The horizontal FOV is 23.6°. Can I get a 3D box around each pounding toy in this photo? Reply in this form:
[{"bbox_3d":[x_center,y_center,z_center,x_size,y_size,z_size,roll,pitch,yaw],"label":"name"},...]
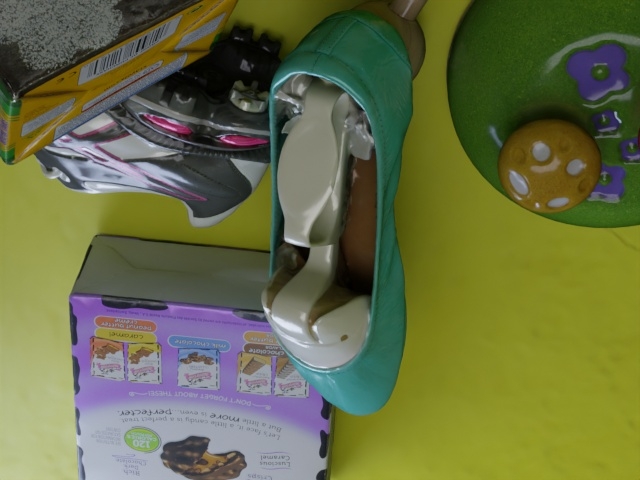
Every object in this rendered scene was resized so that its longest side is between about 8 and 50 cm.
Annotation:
[{"bbox_3d":[0.136,-0.077,0.822,0.237,0.110,0.183,34,121,-15],"label":"pounding toy"}]

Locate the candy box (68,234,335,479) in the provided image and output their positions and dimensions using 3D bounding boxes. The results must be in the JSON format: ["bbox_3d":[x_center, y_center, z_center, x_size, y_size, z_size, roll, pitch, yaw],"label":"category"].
[{"bbox_3d":[-0.072,0.102,0.992,0.165,0.070,0.196,6,124,3],"label":"candy box"}]

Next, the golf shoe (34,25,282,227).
[{"bbox_3d":[-0.155,-0.084,0.861,0.273,0.105,0.120,21,131,-6],"label":"golf shoe"}]

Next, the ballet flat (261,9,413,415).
[{"bbox_3d":[0.000,0.000,0.829,0.083,0.087,0.247,16,120,27],"label":"ballet flat"}]

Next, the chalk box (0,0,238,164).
[{"bbox_3d":[-0.150,-0.168,0.737,0.132,0.132,0.213,-31,87,-16],"label":"chalk box"}]
